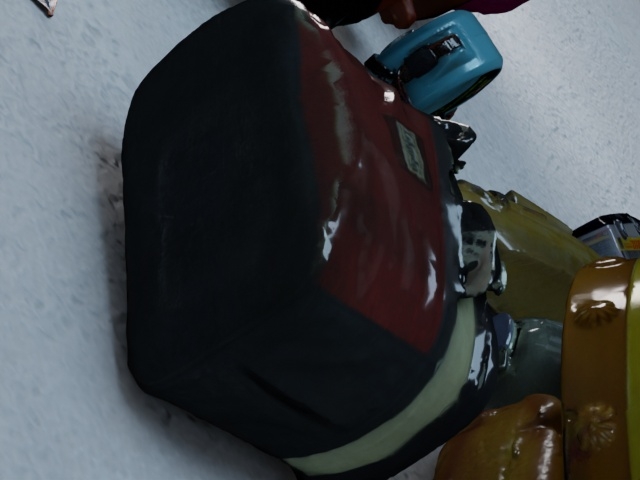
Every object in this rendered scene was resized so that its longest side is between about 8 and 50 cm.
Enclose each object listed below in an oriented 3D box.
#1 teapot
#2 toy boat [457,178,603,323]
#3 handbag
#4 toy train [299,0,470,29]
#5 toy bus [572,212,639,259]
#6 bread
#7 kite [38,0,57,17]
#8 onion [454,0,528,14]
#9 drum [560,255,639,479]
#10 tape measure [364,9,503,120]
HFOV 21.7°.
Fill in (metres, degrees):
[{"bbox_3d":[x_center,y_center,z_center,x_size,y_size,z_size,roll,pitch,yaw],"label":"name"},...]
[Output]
[{"bbox_3d":[0.154,0.093,1.225,0.108,0.111,0.149,34,31,-13],"label":"teapot"},{"bbox_3d":[0.183,0.022,1.421,0.321,0.089,0.121,30,27,-46],"label":"toy boat"},{"bbox_3d":[0.000,0.000,0.931,0.181,0.181,0.254,35,31,-38],"label":"handbag"},{"bbox_3d":[0.051,-0.288,1.385,0.369,0.163,0.231,-34,104,-50],"label":"toy train"},{"bbox_3d":[0.310,0.011,1.757,0.172,0.057,0.072,-5,72,-67],"label":"toy bus"},{"bbox_3d":[0.122,0.182,1.026,0.094,0.102,0.245,51,22,-16],"label":"bread"},{"bbox_3d":[-0.197,-0.205,1.049,0.159,0.010,0.190,61,21,18],"label":"kite"},{"bbox_3d":[0.110,-0.445,1.667,0.420,0.398,0.398,15,37,-21],"label":"onion"},{"bbox_3d":[0.289,0.198,0.999,0.431,0.214,0.431,-9,90,-72],"label":"drum"},{"bbox_3d":[0.088,-0.134,1.394,0.081,0.125,0.146,56,21,6],"label":"tape measure"}]
